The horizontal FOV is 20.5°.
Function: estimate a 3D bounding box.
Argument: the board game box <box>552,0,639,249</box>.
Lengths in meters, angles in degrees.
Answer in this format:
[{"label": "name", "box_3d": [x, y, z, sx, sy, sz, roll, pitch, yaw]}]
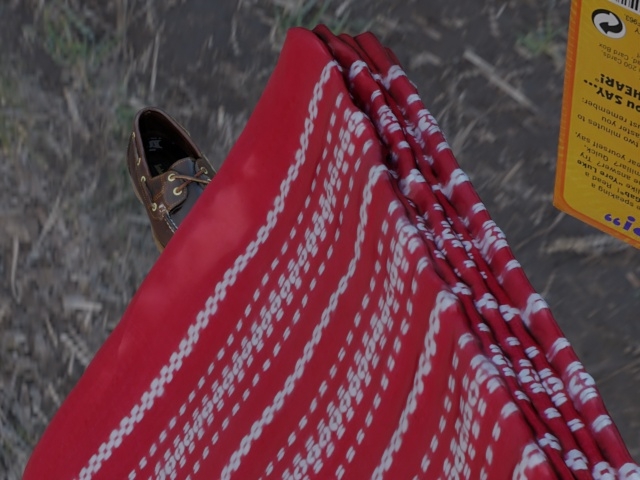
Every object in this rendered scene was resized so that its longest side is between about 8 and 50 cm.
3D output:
[{"label": "board game box", "box_3d": [0.415, -0.169, 1.281, 0.357, 0.356, 0.356, 28, 63, 20]}]

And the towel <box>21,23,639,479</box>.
[{"label": "towel", "box_3d": [-0.015, 0.077, 0.421, 0.031, 0.275, 0.199, 24, 111, -24]}]

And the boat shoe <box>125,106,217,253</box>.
[{"label": "boat shoe", "box_3d": [-0.124, -0.043, 1.573, 0.073, 0.073, 0.207, -15, 41, -23]}]
